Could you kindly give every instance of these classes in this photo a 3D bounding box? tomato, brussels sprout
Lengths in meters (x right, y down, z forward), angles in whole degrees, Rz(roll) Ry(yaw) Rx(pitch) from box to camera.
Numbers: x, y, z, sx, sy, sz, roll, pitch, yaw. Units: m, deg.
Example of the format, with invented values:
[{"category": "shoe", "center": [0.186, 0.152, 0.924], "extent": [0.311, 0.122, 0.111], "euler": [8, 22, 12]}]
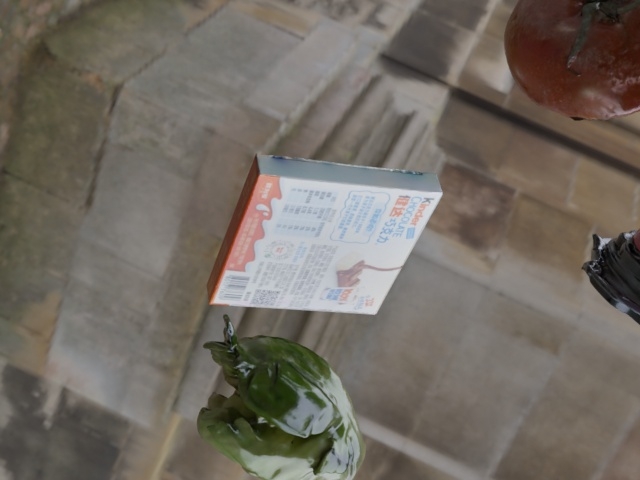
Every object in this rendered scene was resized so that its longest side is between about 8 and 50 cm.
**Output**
[{"category": "tomato", "center": [0.299, -0.236, 1.131], "extent": [0.236, 0.237, 0.095], "euler": [-63, 142, -28]}, {"category": "brussels sprout", "center": [-0.029, 0.144, 0.968], "extent": [0.100, 0.181, 0.139], "euler": [-52, -163, 26]}]

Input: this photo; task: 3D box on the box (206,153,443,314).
[{"category": "box", "center": [0.000, 0.000, 1.545], "extent": [0.273, 0.265, 0.048], "euler": [116, -28, -42]}]

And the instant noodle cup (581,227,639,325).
[{"category": "instant noodle cup", "center": [0.389, 0.013, 0.945], "extent": [0.303, 0.258, 0.181], "euler": [13, 117, -42]}]
